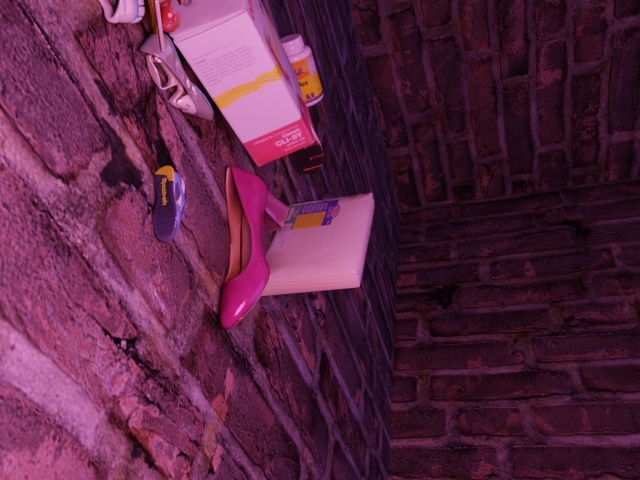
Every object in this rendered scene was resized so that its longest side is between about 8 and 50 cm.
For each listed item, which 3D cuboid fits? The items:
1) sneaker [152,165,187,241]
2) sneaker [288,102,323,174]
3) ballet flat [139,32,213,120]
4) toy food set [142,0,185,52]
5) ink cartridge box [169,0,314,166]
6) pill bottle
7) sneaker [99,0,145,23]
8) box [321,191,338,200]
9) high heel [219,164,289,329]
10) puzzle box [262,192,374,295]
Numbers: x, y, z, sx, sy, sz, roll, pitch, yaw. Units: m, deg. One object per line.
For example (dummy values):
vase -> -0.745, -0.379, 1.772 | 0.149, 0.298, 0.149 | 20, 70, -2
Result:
sneaker -> -0.275, -0.064, 1.011 | 0.059, 0.053, 0.144 | 44, 43, -67
sneaker -> -0.056, -0.360, 1.747 | 0.136, 0.115, 0.314 | -80, 156, -48
ballet flat -> -0.288, -0.305, 1.076 | 0.068, 0.072, 0.213 | -56, 143, -24
toy food set -> -0.282, -0.442, 0.967 | 0.128, 0.071, 0.218 | 101, -34, -57
ink cartridge box -> -0.169, -0.405, 1.221 | 0.385, 0.160, 0.279 | 57, 17, -54
pill bottle -> -0.072, -0.551, 1.769 | 0.117, 0.117, 0.215 | -76, 153, -50
sneaker -> -0.354, -0.452, 0.891 | 0.083, 0.071, 0.191 | -60, 140, -55
box -> 0.049, -0.042, 2.060 | 0.183, 0.056, 0.231 | -74, 152, -54
high heel -> -0.198, 0.008, 1.221 | 0.181, 0.127, 0.377 | 38, 44, -26
puzzle box -> 0.000, 0.000, 1.512 | 0.409, 0.272, 0.052 | -71, 149, -55
